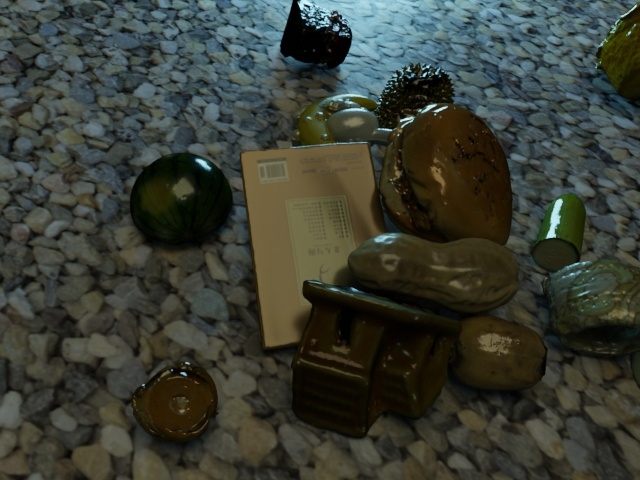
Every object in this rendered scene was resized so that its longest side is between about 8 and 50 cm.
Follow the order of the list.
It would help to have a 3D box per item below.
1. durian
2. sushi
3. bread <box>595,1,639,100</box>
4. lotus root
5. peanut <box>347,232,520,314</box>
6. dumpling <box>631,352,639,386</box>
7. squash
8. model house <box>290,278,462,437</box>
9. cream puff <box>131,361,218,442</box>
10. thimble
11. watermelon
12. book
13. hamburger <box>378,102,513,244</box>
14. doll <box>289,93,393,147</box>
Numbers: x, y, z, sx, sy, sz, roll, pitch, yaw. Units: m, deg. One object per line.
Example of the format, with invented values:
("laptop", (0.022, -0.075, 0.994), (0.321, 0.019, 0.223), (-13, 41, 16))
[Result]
("durian", (0.225, -0.333, 1.467), (0.194, 0.137, 0.237), (5, 53, -1))
("sushi", (0.000, -0.525, 1.594), (0.151, 0.153, 0.172), (10, 27, -22))
("bread", (0.909, -0.492, 1.574), (0.359, 0.337, 0.204), (-5, 76, -8))
("lotus root", (0.285, 0.193, 1.073), (0.221, 0.118, 0.125), (9, 37, 3))
("peanut", (0.202, 0.055, 1.088), (0.314, 0.149, 0.149), (10, 51, -5))
("dumpling", (0.714, 0.178, 1.072), (0.270, 0.211, 0.320), (11, 41, 6))
("squash", (0.507, -0.026, 1.290), (0.095, 0.095, 0.188), (24, 48, 12))
("model house", (0.079, 0.204, 1.005), (0.268, 0.173, 0.239), (16, 87, 5))
("cream puff", (-0.226, 0.255, 0.971), (0.133, 0.104, 0.119), (-14, 86, -8))
("thimble", (0.509, 0.123, 1.138), (0.191, 0.137, 0.143), (3, 50, 10))
("watermelon", (-0.281, -0.106, 1.239), (0.204, 0.127, 0.232), (0, 46, -2))
("book", (0.000, 0.000, 1.161), (0.269, 0.032, 0.388), (-5, 73, -11))
("hamburger", (0.263, -0.115, 1.233), (0.284, 0.174, 0.304), (31, 55, -30))
("doll", (0.055, -0.248, 1.401), (0.252, 0.111, 0.237), (-7, 40, -6))
